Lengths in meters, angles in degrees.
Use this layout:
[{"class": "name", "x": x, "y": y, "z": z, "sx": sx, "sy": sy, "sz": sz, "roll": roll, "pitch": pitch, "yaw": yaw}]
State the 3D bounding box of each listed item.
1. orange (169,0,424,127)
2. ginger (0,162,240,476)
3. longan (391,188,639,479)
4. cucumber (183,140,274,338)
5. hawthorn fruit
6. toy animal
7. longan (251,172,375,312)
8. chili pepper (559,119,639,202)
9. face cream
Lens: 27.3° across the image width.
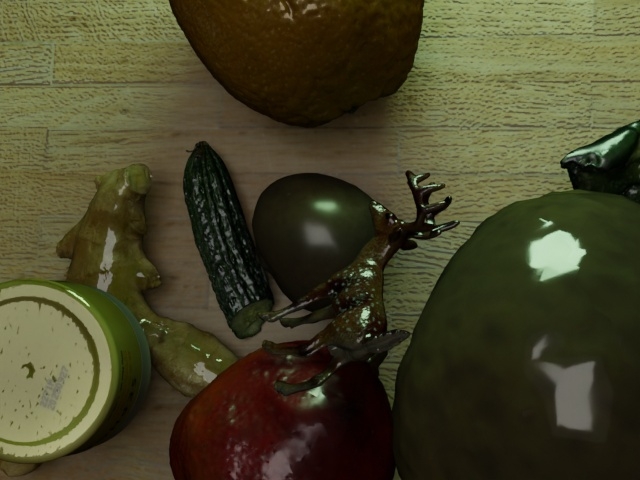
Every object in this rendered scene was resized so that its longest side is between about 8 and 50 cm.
[{"class": "orange", "x": -0.025, "y": -0.321, "z": 1.657, "sx": 0.322, "sy": 0.322, "sz": 0.357, "roll": -26, "pitch": 84, "yaw": 7}, {"class": "ginger", "x": -0.311, "y": 0.106, "z": 1.758, "sx": 0.363, "sy": 0.122, "sz": 0.348, "roll": -21, "pitch": 76, "yaw": 13}, {"class": "longan", "x": 0.281, "y": 0.169, "z": 1.460, "sx": 0.404, "sy": 0.404, "sz": 0.435, "roll": 25, "pitch": 102, "yaw": 14}, {"class": "cucumber", "x": -0.131, "y": -0.003, "z": 1.752, "sx": 0.077, "sy": 0.077, "sz": 0.265, "roll": -24, "pitch": 75, "yaw": 7}, {"class": "hawthorn fruit", "x": -0.021, "y": 0.246, "z": 1.601, "sx": 0.307, "sy": 0.265, "sz": 0.265, "roll": -44, "pitch": 76, "yaw": -12}, {"class": "toy animal", "x": 0.054, "y": 0.057, "z": 1.522, "sx": 0.260, "sy": 0.087, "sz": 0.243, "roll": -27, "pitch": 41, "yaw": 15}, {"class": "longan", "x": 0.000, "y": 0.000, "z": 1.677, "sx": 0.189, "sy": 0.189, "sz": 0.189, "roll": -2, "pitch": 81, "yaw": 11}, {"class": "chili pepper", "x": 0.422, "y": -0.019, "z": 1.631, "sx": 0.148, "sy": 0.116, "sz": 0.264, "roll": -33, "pitch": 77, "yaw": -7}, {"class": "face cream", "x": -0.331, "y": 0.156, "z": 1.607, "sx": 0.218, "sy": 0.179, "sz": 0.218, "roll": 0, "pitch": 86, "yaw": 5}]
